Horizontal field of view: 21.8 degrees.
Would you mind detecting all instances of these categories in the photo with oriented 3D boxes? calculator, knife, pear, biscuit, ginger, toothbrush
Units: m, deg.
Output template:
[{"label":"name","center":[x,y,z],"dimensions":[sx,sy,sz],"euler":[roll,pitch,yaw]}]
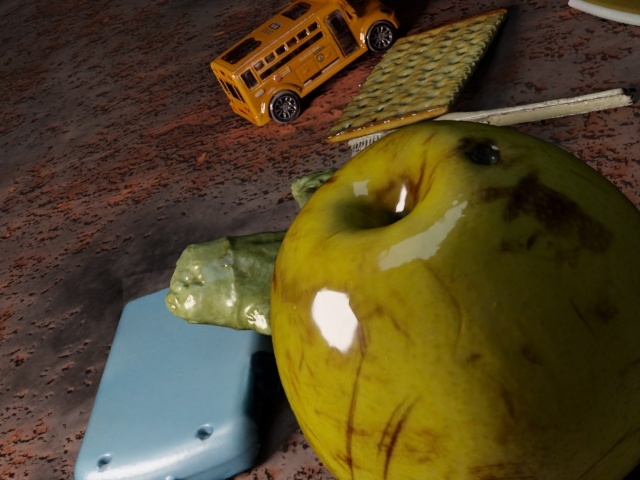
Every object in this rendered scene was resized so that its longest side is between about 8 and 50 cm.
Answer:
[{"label":"calculator","center":[-0.108,0.113,1.384],"dimensions":[0.173,0.051,0.293],"euler":[-18,32,19]},{"label":"knife","center":[0.350,-0.212,1.494],"dimensions":[0.061,0.027,0.343],"euler":[-47,32,-19]},{"label":"pear","center":[0.095,0.052,1.076],"dimensions":[0.283,0.283,0.283],"euler":[-23,30,14]},{"label":"biscuit","center":[0.097,-0.163,1.630],"dimensions":[0.139,0.016,0.231],"euler":[-13,25,28]},{"label":"ginger","center":[0.004,-0.001,1.383],"dimensions":[0.137,0.089,0.290],"euler":[39,57,22]},{"label":"toothbrush","center":[0.151,-0.109,1.518],"dimensions":[0.294,0.026,0.028],"euler":[-12,53,31]}]

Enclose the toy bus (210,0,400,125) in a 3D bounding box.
[{"label":"toy bus","center":[-0.015,-0.206,1.754],"dimensions":[0.194,0.088,0.083],"euler":[-37,29,-11]}]
